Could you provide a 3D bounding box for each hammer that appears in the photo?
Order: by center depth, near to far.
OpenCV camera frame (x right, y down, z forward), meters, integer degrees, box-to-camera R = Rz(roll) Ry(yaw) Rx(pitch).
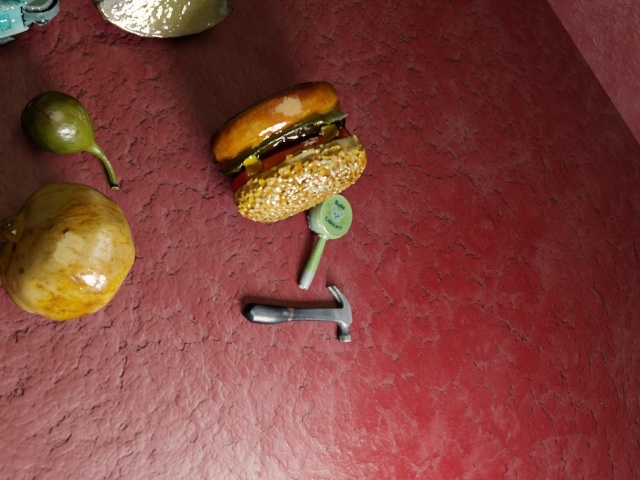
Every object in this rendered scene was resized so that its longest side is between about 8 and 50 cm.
[{"bbox_3d":[-0.049,0.170,1.415,0.290,0.037,0.137,7,74,-33],"label":"hammer"}]

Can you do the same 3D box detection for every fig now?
[{"bbox_3d":[-0.478,-0.193,1.184,0.236,0.124,0.124,47,56,-33],"label":"fig"}]

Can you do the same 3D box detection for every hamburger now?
[{"bbox_3d":[-0.068,-0.188,1.328,0.330,0.330,0.250,-31,97,-35],"label":"hamburger"}]

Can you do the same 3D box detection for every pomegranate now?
[{"bbox_3d":[-0.458,0.018,1.067,0.248,0.248,0.248,9,73,-32],"label":"pomegranate"}]

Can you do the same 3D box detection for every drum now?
[{"bbox_3d":[0.016,0.005,1.493,0.130,0.049,0.253,16,80,-39],"label":"drum"}]

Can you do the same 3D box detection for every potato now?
[{"bbox_3d":[-0.371,-0.564,1.357,0.264,0.211,0.189,-35,143,-3],"label":"potato"}]

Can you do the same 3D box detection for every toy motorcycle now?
[{"bbox_3d":[-0.644,-0.459,1.120,0.260,0.154,0.206,-35,75,-31],"label":"toy motorcycle"}]
